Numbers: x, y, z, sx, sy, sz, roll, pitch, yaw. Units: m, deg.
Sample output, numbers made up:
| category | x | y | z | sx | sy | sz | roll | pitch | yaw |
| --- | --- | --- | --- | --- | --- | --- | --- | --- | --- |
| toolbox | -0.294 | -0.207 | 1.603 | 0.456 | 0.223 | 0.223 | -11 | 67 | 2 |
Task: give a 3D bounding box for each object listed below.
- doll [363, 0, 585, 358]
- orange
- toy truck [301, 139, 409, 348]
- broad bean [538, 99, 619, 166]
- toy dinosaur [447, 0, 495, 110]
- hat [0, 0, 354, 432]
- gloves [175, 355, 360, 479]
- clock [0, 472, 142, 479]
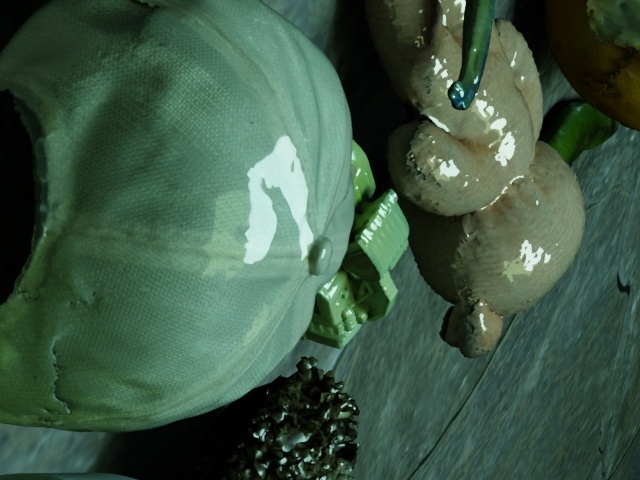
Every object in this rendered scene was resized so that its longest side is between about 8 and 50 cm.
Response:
| category | x | y | z | sx | sy | sz | roll | pitch | yaw |
| --- | --- | --- | --- | --- | --- | --- | --- | --- | --- |
| doll | 0.086 | -0.081 | 0.886 | 0.201 | 0.156 | 0.303 | -47 | 119 | -40 |
| orange | 0.319 | -0.212 | 1.068 | 0.240 | 0.240 | 0.240 | -42 | 144 | -42 |
| toy truck | 0.000 | 0.000 | 0.766 | 0.085 | 0.116 | 0.191 | -57 | 153 | -24 |
| broad bean | 0.243 | -0.066 | 1.260 | 0.292 | 0.049 | 0.144 | -54 | 157 | -22 |
| toy dinosaur | 0.127 | -0.250 | 0.824 | 0.147 | 0.076 | 0.363 | 78 | 25 | -42 |
| hat | -0.072 | -0.020 | 0.547 | 0.275 | 0.161 | 0.232 | -132 | -116 | -80 |
| gloves | -0.046 | 0.214 | 0.818 | 0.210 | 0.135 | 0.312 | -36 | 139 | -48 |
| clock | -0.129 | 0.226 | 0.566 | 0.083 | 0.230 | 0.230 | 30 | 83 | -60 |
